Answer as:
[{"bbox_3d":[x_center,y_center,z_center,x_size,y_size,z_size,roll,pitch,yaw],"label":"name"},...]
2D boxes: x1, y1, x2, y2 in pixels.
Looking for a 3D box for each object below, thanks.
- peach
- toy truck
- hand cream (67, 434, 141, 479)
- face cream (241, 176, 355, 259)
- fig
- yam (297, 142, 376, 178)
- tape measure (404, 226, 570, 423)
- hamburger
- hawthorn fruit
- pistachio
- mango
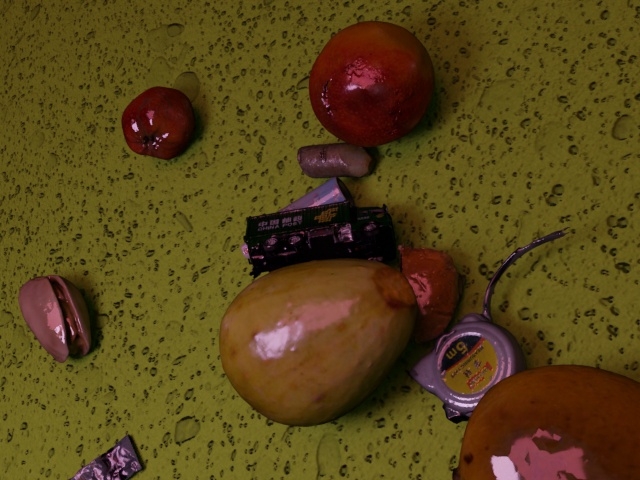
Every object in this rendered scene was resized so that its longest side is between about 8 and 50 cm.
[{"bbox_3d":[0.093,-0.281,1.302,0.231,0.231,0.231,-12,64,25],"label":"peach"},{"bbox_3d":[0.000,0.000,1.261,0.259,0.088,0.121,-9,30,5],"label":"toy truck"},{"bbox_3d":[-0.449,0.475,1.384,0.248,0.052,0.075,-37,79,4],"label":"hand cream"},{"bbox_3d":[-0.047,-0.032,1.356,0.229,0.075,0.075,-31,57,15],"label":"face cream"},{"bbox_3d":[0.006,0.149,1.127,0.326,0.258,0.258,-27,57,31],"label":"fig"},{"bbox_3d":[0.029,-0.153,1.369,0.146,0.070,0.069,1,70,31],"label":"yam"},{"bbox_3d":[0.289,0.133,1.086,0.330,0.084,0.164,-45,57,6],"label":"tape measure"},{"bbox_3d":[0.181,0.075,1.173,0.102,0.087,0.176,-18,59,23],"label":"hamburger"},{"bbox_3d":[-0.351,-0.281,1.607,0.163,0.162,0.203,-11,46,25],"label":"hawthorn fruit"},{"bbox_3d":[-0.561,0.159,1.535,0.223,0.126,0.152,46,128,31],"label":"pistachio"},{"bbox_3d":[0.378,0.332,0.881,0.445,0.220,0.301,24,77,25],"label":"mango"}]
